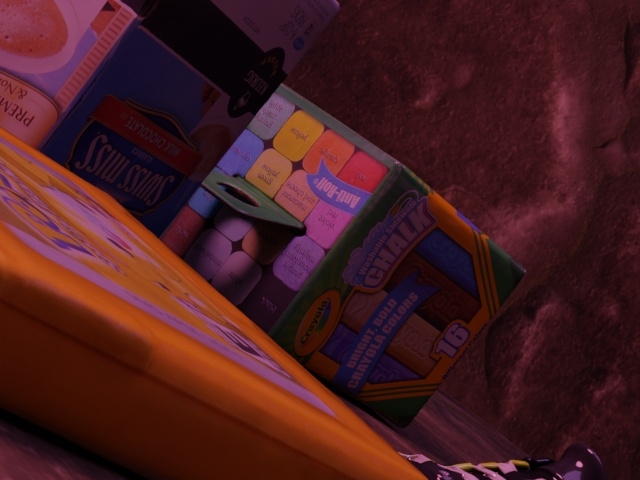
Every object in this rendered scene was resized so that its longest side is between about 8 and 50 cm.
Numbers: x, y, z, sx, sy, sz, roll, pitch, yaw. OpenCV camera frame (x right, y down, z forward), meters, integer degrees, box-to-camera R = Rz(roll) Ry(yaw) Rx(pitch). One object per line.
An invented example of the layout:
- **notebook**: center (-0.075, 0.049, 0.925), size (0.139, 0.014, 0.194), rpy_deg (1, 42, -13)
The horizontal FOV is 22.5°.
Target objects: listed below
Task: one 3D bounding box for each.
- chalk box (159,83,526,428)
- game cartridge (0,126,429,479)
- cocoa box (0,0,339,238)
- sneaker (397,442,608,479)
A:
- **chalk box**: center (0.000, 0.000, 1.332), size (0.180, 0.179, 0.289), rpy_deg (38, 0, 41)
- **game cartridge**: center (-0.127, -0.007, 0.613), size (0.285, 0.053, 0.323), rpy_deg (38, 0, 41)
- **cocoa box**: center (-0.208, -0.190, 1.047), size (0.347, 0.228, 0.231), rpy_deg (38, 1, 17)
- **sneaker**: center (0.086, 0.127, 0.768), size (0.084, 0.097, 0.234), rpy_deg (38, 1, 44)
